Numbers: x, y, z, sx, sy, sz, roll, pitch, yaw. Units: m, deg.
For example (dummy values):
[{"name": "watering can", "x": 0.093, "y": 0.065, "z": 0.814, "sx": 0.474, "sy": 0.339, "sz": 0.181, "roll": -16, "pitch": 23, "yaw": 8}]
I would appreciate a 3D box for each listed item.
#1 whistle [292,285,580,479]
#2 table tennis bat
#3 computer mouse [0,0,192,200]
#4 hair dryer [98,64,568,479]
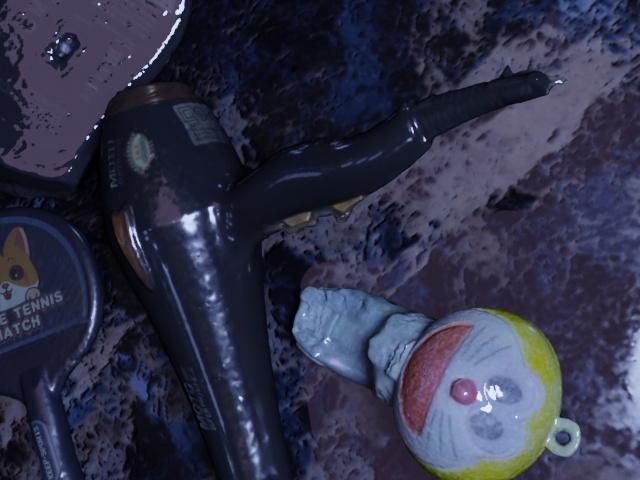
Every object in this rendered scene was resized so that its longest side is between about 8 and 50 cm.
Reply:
[{"name": "whistle", "x": 0.069, "y": 0.086, "z": 0.582, "sx": 0.223, "sy": 0.123, "sz": 0.123, "roll": 24, "pitch": 89, "yaw": 29}, {"name": "table tennis bat", "x": -0.233, "y": 0.086, "z": 0.694, "sx": 0.150, "sy": 0.027, "sz": 0.236, "roll": -21, "pitch": 76, "yaw": 10}, {"name": "computer mouse", "x": -0.198, "y": -0.147, "z": 0.682, "sx": 0.147, "sy": 0.088, "sz": 0.264, "roll": 37, "pitch": 88, "yaw": -3}, {"name": "hair dryer", "x": 0.000, "y": 0.000, "z": 0.548, "sx": 0.359, "sy": 0.120, "sz": 0.304, "roll": -23, "pitch": 80, "yaw": 38}]
